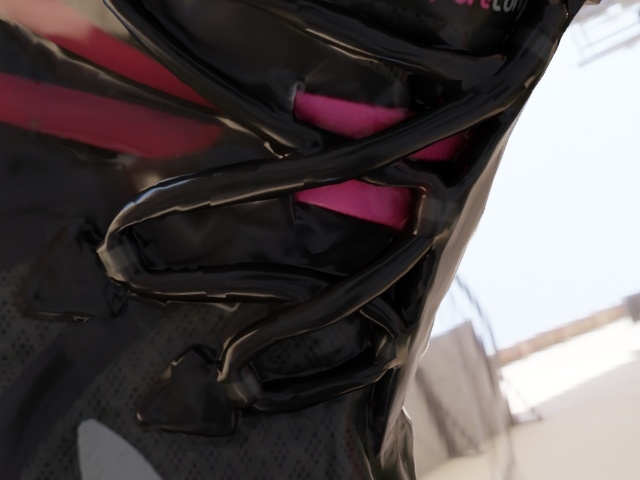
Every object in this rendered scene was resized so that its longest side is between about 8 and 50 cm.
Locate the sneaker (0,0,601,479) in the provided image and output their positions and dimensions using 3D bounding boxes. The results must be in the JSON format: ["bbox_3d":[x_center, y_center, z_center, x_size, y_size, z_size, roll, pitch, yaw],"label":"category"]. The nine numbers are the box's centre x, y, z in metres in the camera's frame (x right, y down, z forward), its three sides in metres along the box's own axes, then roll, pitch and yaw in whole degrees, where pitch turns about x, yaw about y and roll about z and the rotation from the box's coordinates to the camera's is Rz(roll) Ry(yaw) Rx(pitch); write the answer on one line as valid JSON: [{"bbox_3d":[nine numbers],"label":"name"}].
[{"bbox_3d":[-0.026,-0.044,0.511,0.185,0.202,0.482,-3,-95,-37],"label":"sneaker"}]
